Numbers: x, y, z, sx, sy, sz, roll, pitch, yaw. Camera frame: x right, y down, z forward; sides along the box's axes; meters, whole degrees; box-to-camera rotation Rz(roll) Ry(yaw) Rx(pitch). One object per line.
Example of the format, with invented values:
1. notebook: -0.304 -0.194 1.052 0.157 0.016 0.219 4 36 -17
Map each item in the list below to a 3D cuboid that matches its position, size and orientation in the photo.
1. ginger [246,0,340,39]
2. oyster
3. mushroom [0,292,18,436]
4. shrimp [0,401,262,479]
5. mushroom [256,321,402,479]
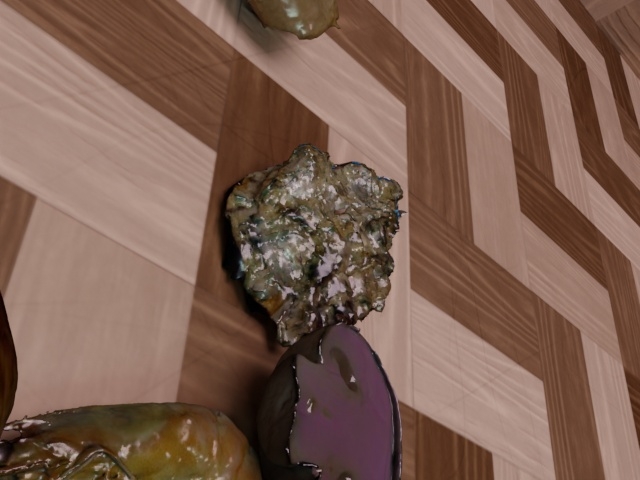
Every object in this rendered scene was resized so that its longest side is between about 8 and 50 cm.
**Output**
1. ginger: -0.048 -0.364 0.984 0.152 0.138 0.267 24 61 -61
2. oyster: 0.005 -0.003 0.855 0.260 0.092 0.198 -27 86 -53
3. mushroom: -0.293 0.066 0.328 0.334 0.356 0.331 29 36 24
4. shrimp: -0.145 0.180 0.562 0.267 0.061 0.145 23 58 -45
5. mushroom: -0.001 0.176 0.698 0.141 0.117 0.188 22 49 -29
